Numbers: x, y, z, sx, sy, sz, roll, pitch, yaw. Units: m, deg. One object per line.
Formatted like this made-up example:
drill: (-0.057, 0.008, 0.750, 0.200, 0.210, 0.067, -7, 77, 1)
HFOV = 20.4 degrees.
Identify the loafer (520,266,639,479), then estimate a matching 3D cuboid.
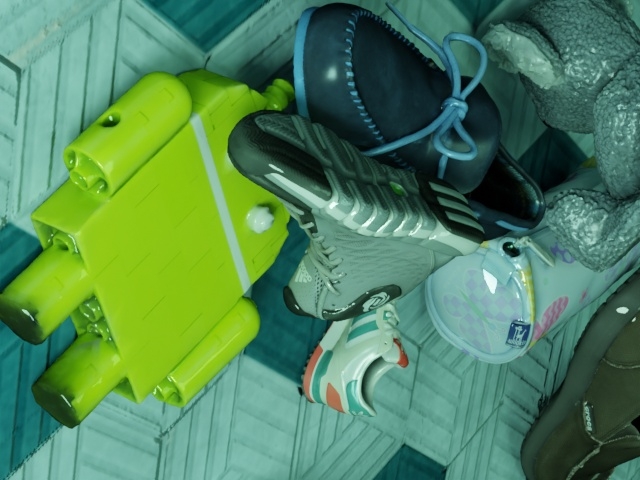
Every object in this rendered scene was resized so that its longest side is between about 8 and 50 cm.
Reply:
loafer: (0.298, 0.173, 1.755, 0.134, 0.130, 0.366, -40, 159, -26)

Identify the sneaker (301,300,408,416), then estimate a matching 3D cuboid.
sneaker: (0.049, 0.069, 1.447, 0.057, 0.075, 0.161, 33, 81, -57)

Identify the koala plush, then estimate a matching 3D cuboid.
koala plush: (0.252, -0.131, 1.522, 0.196, 0.221, 0.203, -33, 165, -40)

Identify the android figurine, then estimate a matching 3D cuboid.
android figurine: (-0.101, -0.004, 1.207, 0.273, 0.056, 0.248, -44, 140, -31)

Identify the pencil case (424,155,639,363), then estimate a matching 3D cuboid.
pencil case: (0.209, 0.010, 1.615, 0.273, 0.113, 0.124, -28, 138, -47)

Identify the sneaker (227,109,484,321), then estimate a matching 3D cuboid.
sneaker: (0.000, 0.000, 1.232, 0.229, 0.086, 0.132, 22, 124, -39)

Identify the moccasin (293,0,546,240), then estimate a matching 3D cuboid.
moccasin: (0.087, -0.093, 1.354, 0.342, 0.117, 0.137, 32, 63, -62)
